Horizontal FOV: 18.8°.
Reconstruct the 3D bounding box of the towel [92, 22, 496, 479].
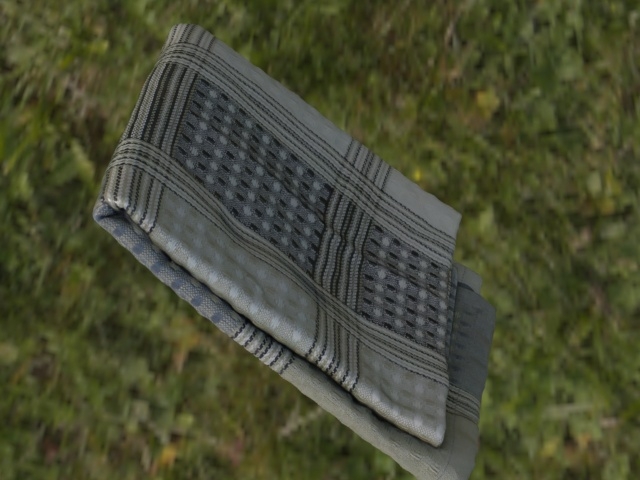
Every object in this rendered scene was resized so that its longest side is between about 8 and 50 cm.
[{"bbox_3d":[0.000,0.000,1.365,0.324,0.312,0.056,39,114,-13],"label":"towel"}]
